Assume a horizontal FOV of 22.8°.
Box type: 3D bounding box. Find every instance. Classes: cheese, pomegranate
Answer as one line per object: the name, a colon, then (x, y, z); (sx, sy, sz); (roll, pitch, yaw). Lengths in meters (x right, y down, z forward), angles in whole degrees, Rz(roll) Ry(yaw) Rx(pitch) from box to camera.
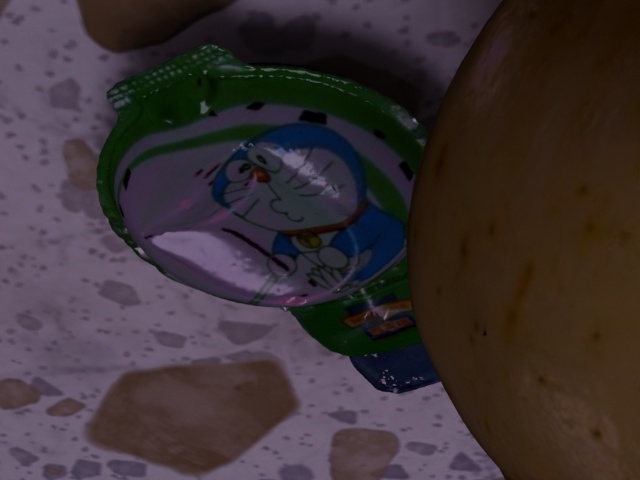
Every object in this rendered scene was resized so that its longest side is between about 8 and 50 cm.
cheese: (0.000, 0.000, 0.913); (0.204, 0.083, 0.320); (-19, 134, 26)
pomegranate: (0.202, 0.027, 0.680); (0.410, 0.410, 0.410); (2, 140, 2)
